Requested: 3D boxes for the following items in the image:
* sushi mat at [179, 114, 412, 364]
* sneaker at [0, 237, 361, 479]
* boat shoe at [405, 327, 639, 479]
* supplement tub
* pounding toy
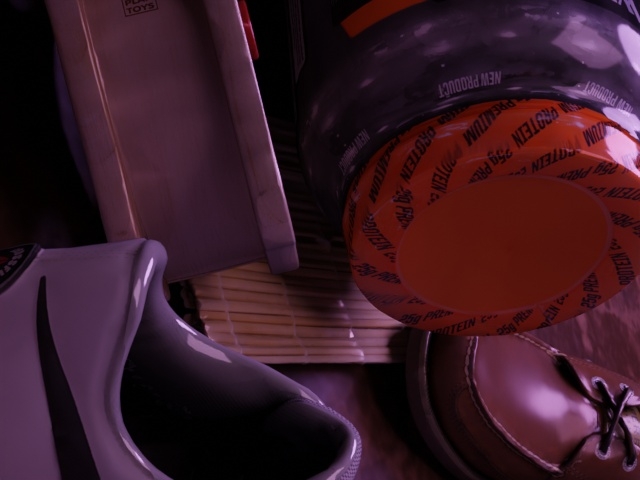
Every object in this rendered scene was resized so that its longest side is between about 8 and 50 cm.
[{"bbox_3d":[0.000,0.000,0.873,0.316,0.019,0.151,8,65,-60],"label":"sushi mat"},{"bbox_3d":[-0.032,0.135,0.596,0.330,0.146,0.122,55,29,-30],"label":"sneaker"},{"bbox_3d":[0.164,0.117,0.979,0.307,0.104,0.110,35,57,-50],"label":"boat shoe"},{"bbox_3d":[0.082,-0.128,0.874,0.207,0.207,0.338,40,34,-44],"label":"supplement tub"},{"bbox_3d":[-0.111,-0.097,0.682,0.154,0.155,0.269,-117,-167,-81],"label":"pounding toy"}]
